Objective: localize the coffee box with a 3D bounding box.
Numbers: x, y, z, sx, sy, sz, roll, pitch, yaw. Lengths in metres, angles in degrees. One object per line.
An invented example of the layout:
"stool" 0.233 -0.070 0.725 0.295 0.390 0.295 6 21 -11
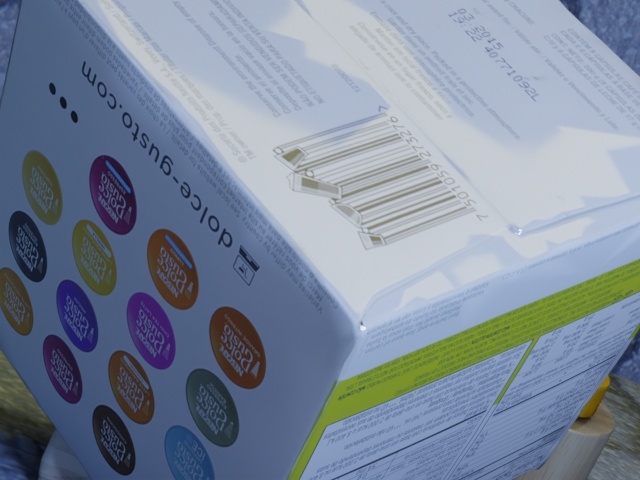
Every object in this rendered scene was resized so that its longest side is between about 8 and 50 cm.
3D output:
"coffee box" 0.000 0.000 1.101 0.338 0.334 0.337 -20 58 -37

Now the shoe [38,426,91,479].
"shoe" -0.108 0.198 1.184 0.219 0.058 0.076 27 -13 -14

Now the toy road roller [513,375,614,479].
"toy road roller" 0.095 0.187 1.370 0.330 0.202 0.240 18 22 -13
